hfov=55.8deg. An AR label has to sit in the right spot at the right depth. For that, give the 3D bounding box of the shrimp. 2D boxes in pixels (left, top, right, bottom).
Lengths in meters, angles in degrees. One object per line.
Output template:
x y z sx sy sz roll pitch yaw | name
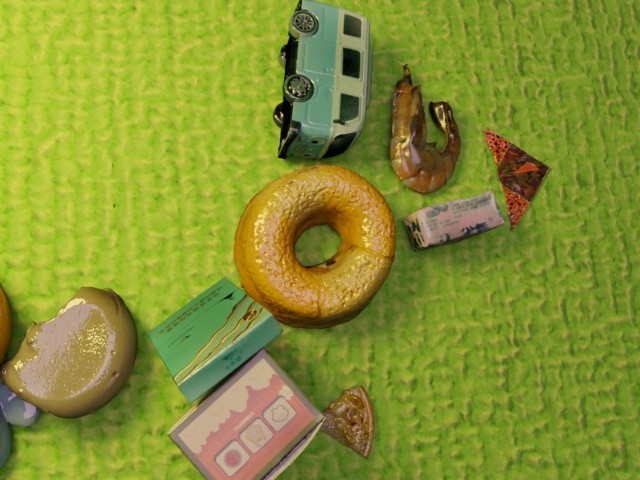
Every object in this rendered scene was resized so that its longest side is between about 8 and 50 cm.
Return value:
0.205 -0.215 1.149 0.145 0.059 0.254 8 77 -11 | shrimp

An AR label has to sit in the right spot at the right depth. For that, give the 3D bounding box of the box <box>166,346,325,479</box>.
-0.112 0.276 0.912 0.177 0.195 0.148 -42 88 -16 | box

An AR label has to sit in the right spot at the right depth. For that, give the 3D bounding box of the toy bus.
0.008 -0.281 1.091 0.165 0.133 0.271 8 74 -13 | toy bus

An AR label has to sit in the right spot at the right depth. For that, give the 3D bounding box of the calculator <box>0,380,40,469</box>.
-0.580 0.296 0.904 0.303 0.042 0.188 -24 82 -11 | calculator

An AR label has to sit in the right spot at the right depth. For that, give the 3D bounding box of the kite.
0.401 -0.134 1.191 0.125 0.008 0.222 -10 80 -12 | kite

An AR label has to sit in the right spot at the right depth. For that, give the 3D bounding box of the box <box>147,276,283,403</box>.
-0.169 0.141 0.921 0.162 0.229 0.041 -37 114 -16 | box

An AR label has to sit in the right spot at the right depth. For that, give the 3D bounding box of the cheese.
-0.374 0.169 0.945 0.175 0.091 0.202 31 73 -1 | cheese

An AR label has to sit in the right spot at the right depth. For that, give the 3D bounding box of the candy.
0.238 -0.032 1.097 0.160 0.092 0.073 -15 86 -15 | candy

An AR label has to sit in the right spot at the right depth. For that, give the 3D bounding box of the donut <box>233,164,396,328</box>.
0.000 0.000 1.039 0.303 0.110 0.302 2 78 -10 | donut

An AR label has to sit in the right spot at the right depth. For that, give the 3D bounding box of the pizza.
0.039 0.310 1.020 0.109 0.026 0.122 -4 79 -9 | pizza

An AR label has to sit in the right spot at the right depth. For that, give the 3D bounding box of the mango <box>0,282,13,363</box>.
-0.555 0.111 0.908 0.157 0.109 0.262 -27 73 -25 | mango
